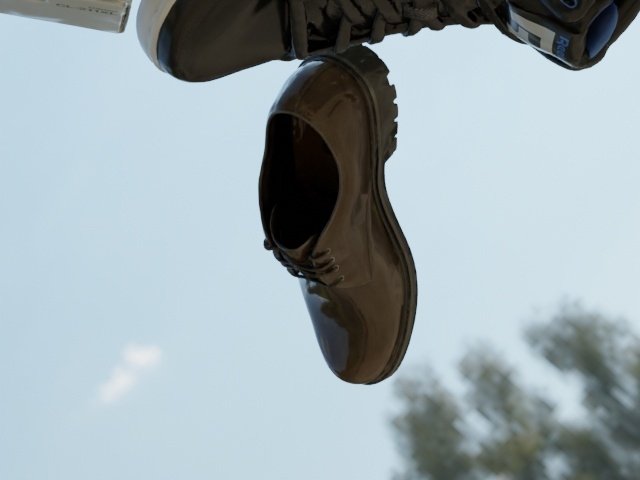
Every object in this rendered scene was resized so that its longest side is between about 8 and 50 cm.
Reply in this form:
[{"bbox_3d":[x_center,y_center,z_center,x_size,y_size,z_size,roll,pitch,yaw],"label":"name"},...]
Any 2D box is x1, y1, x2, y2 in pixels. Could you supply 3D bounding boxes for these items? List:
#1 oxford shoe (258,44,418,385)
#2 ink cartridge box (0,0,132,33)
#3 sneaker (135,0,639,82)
[{"bbox_3d":[0.000,0.000,1.199,0.096,0.082,0.227,-43,-47,-44],"label":"oxford shoe"},{"bbox_3d":[-0.150,-0.207,1.043,0.072,0.127,0.175,139,140,-78],"label":"ink cartridge box"},{"bbox_3d":[0.044,-0.101,0.782,0.217,0.121,0.079,-31,-28,-9],"label":"sneaker"}]
